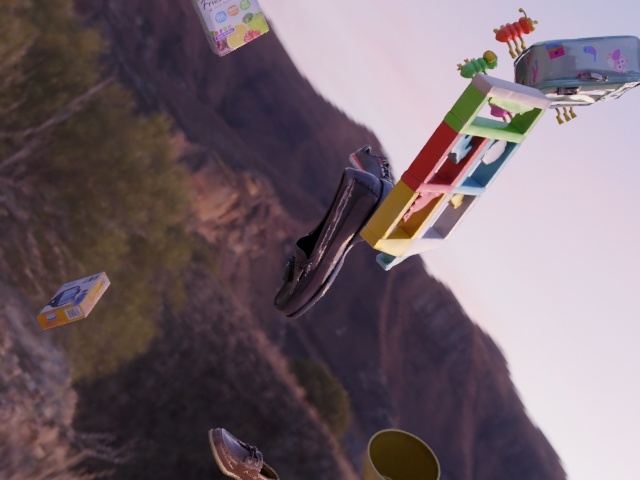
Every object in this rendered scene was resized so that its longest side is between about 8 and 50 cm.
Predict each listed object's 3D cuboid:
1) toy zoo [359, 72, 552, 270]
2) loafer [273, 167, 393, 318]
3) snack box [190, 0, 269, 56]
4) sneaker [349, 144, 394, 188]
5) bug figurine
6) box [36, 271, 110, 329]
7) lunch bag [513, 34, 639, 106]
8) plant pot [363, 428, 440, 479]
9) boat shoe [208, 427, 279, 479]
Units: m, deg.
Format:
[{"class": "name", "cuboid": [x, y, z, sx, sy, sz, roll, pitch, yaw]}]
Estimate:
[{"class": "toy zoo", "cuboid": [0.162, -0.076, 1.412, 0.030, 0.293, 0.192, 45, 22, 24]}, {"class": "loafer", "cuboid": [0.000, 0.000, 1.875, 0.095, 0.302, 0.109, 29, 24, -22]}, {"class": "snack box", "cuboid": [-0.157, -0.390, 1.845, 0.037, 0.100, 0.141, 37, -26, 54]}, {"class": "sneaker", "cuboid": [0.124, -0.148, 2.379, 0.158, 0.065, 0.061, 51, 10, 28]}, {"class": "bug figurine", "cuboid": [0.423, -0.355, 2.375, 0.279, 0.216, 0.072, 58, -6, 22]}, {"class": "box", "cuboid": [-0.396, 0.093, 1.803, 0.136, 0.081, 0.028, -73, 143, -63]}, {"class": "lunch bag", "cuboid": [0.499, -0.321, 2.151, 0.279, 0.224, 0.108, -177, -94, -88]}, {"class": "plant pot", "cuboid": [0.126, 0.408, 1.923, 0.134, 0.134, 0.095, 55, -45, 35]}, {"class": "boat shoe", "cuboid": [-0.124, 0.353, 1.803, 0.064, 0.060, 0.178, -101, 164, -46]}]
